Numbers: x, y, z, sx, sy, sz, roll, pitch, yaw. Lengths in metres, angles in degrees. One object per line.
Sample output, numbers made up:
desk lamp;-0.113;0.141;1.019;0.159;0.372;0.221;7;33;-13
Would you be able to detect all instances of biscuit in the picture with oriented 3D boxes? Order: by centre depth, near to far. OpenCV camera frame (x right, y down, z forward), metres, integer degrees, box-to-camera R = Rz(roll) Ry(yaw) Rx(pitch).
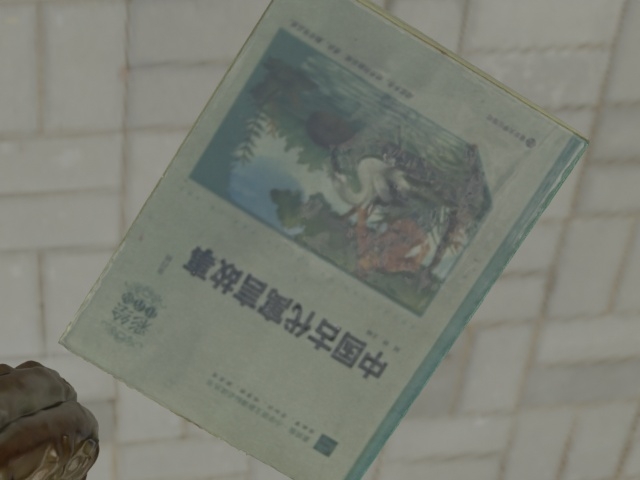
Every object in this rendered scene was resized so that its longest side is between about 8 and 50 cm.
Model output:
biscuit;-0.315;0.220;1.402;0.332;0.103;0.332;-37;168;-9

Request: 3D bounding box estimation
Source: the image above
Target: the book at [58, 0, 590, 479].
book;0.000;0.000;1.099;0.215;0.025;0.282;30;104;-4
